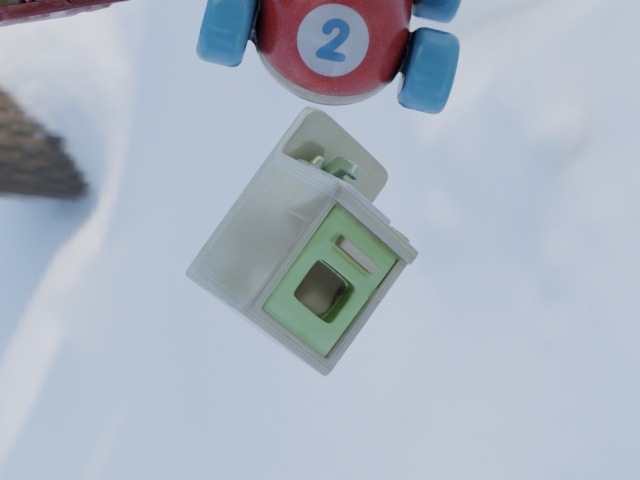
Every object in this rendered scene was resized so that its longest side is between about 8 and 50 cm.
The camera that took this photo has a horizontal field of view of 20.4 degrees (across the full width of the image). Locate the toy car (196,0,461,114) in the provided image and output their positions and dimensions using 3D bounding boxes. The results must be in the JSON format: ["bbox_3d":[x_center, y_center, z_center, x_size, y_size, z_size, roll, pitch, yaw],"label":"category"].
[{"bbox_3d":[0.029,-0.255,1.487,0.238,0.219,0.210,109,172,-53],"label":"toy car"}]

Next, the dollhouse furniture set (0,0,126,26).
[{"bbox_3d":[-0.379,-0.313,1.846,0.374,0.152,0.201,-2,101,48],"label":"dollhouse furniture set"}]

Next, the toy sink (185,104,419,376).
[{"bbox_3d":[0.000,0.000,1.908,0.234,0.153,0.131,-54,41,-6],"label":"toy sink"}]
